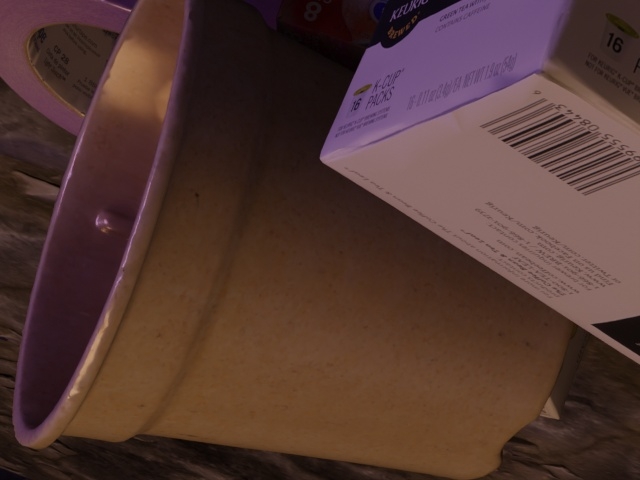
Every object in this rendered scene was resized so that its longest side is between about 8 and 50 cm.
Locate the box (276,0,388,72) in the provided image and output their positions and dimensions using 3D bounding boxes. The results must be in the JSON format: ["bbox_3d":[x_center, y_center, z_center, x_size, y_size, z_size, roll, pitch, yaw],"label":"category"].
[{"bbox_3d":[0.059,-0.122,1.463,0.154,0.142,0.300,20,156,8],"label":"box"}]

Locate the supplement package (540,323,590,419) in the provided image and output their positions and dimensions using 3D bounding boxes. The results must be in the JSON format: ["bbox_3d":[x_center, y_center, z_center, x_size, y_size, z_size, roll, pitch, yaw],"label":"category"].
[{"bbox_3d":[0.151,0.037,1.727,0.134,0.139,0.244,12,155,26],"label":"supplement package"}]

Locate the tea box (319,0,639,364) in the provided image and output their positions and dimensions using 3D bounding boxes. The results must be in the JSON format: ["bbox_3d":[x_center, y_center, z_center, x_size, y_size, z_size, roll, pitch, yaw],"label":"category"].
[{"bbox_3d":[0.234,-0.115,1.092,0.329,0.323,0.220,31,156,-21],"label":"tea box"}]

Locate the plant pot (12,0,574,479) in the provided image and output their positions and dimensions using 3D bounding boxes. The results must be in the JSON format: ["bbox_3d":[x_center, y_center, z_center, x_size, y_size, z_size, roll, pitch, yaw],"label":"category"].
[{"bbox_3d":[-0.007,0.017,1.294,0.305,0.334,0.334,18,159,-16],"label":"plant pot"}]

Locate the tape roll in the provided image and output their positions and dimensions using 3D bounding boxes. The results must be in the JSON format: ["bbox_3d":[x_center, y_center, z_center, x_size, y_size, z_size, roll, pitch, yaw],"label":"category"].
[{"bbox_3d":[-0.146,-0.161,1.634,0.275,0.090,0.275,19,157,8],"label":"tape roll"}]
